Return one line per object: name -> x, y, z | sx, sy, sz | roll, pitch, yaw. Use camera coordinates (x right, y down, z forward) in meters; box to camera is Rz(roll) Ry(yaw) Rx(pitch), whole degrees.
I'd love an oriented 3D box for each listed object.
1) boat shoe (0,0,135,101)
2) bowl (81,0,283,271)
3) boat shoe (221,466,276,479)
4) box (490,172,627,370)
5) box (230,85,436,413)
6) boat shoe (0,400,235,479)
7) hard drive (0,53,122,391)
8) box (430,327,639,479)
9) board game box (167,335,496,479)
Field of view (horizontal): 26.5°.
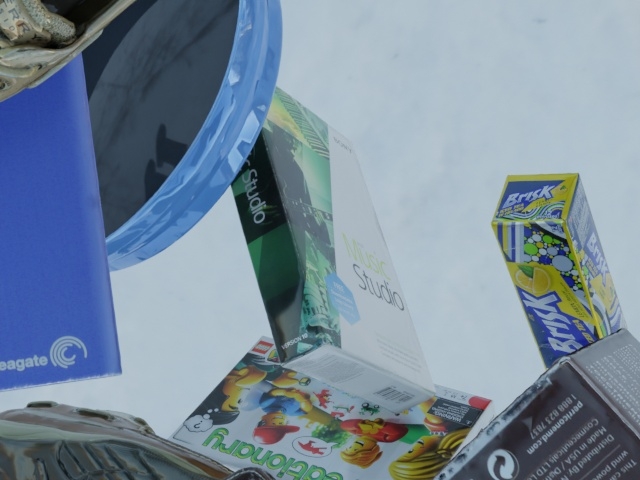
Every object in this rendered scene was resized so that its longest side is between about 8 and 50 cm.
boat shoe -> -0.203, -0.155, 0.857 | 0.341, 0.110, 0.121 | -40, 116, -3
bowl -> -0.194, -0.150, 1.305 | 0.077, 0.391, 0.391 | 27, 82, -45
boat shoe -> -0.104, 0.250, 1.012 | 0.207, 0.073, 0.073 | -51, 141, -18
box -> 0.183, 0.028, 1.030 | 0.169, 0.059, 0.054 | 64, 37, -37
box -> 0.000, 0.000, 1.366 | 0.058, 0.232, 0.322 | -29, 61, 19
boat shoe -> -0.215, 0.218, 1.365 | 0.324, 0.120, 0.122 | 9, 116, 26
hard drive -> -0.269, -0.046, 0.984 | 0.210, 0.040, 0.318 | -7, 87, -12
box -> 0.183, 0.180, 0.907 | 0.167, 0.203, 0.168 | 47, 108, 14
board game box -> 0.010, 0.211, 1.457 | 0.193, 0.305, 0.053 | -47, 137, -39
